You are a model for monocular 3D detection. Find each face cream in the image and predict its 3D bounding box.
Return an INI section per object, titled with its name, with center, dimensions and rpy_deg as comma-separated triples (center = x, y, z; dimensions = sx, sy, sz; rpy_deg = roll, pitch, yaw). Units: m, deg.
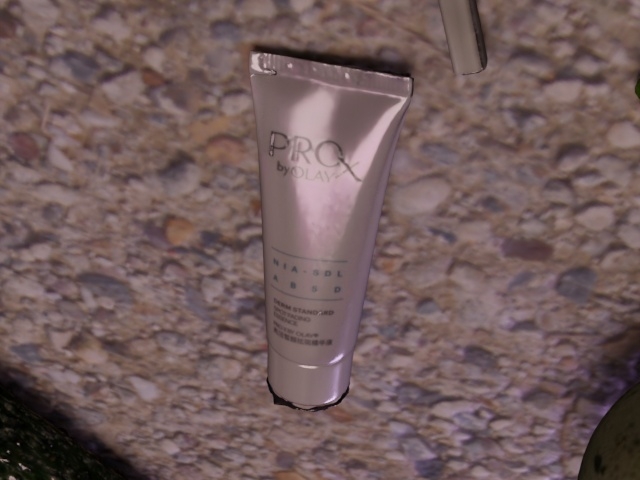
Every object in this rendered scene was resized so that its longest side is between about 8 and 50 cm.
[face cream]
center = 0.000, 0.000, 0.678
dimensions = 0.092, 0.058, 0.243
rpy_deg = 10, 128, 8

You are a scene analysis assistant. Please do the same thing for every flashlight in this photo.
[flashlight]
center = 0.069, -0.124, 0.570
dimensions = 0.018, 0.018, 0.083
rpy_deg = -6, 132, 16

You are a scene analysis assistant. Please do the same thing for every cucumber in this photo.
[cucumber]
center = -0.219, 0.194, 0.868
dimensions = 0.096, 0.096, 0.359
rpy_deg = -28, 121, 31

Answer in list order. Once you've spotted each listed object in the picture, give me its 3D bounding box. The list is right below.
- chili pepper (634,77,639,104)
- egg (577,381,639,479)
[chili pepper]
center = 0.174, -0.101, 0.572
dimensions = 0.027, 0.022, 0.083
rpy_deg = -24, 131, -13
[egg]
center = 0.249, 0.172, 0.709
dimensions = 0.177, 0.177, 0.228
rpy_deg = 10, 148, 1
